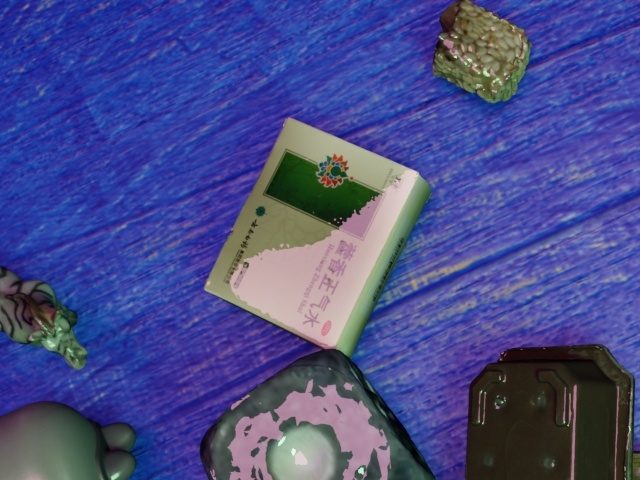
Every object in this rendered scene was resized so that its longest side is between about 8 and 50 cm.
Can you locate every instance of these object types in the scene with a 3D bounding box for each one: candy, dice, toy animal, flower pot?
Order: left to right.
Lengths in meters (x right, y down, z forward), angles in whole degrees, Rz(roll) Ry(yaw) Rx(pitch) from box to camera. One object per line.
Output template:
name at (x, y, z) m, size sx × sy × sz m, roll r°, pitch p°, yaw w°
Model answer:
toy animal at (-0.327, 0.077, 1.549) m, size 0.255 × 0.170 × 0.090 m, roll 13°, pitch 75°, yaw 33°
dice at (-0.001, 0.230, 1.430) m, size 0.182 × 0.183 × 0.181 m, roll -35°, pitch 71°, yaw 3°
candy at (0.171, -0.204, 1.539) m, size 0.110 × 0.085 × 0.095 m, roll 25°, pitch 78°, yaw 7°
flower pot at (0.212, 0.223, 1.400) m, size 0.178 × 0.084 × 0.251 m, roll -5°, pitch 76°, yaw 37°

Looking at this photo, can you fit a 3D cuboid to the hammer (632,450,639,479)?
hammer at (0.469, 0.216, 1.357) m, size 0.439 × 0.168 × 0.044 m, roll -4°, pitch 73°, yaw 21°

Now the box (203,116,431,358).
box at (0.000, 0.000, 1.527) m, size 0.168 × 0.095 × 0.212 m, roll 24°, pitch 85°, yaw 14°

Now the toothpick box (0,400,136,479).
toothpick box at (-0.335, 0.291, 1.490) m, size 0.316 × 0.229 × 0.229 m, roll -26°, pitch 73°, yaw 4°
